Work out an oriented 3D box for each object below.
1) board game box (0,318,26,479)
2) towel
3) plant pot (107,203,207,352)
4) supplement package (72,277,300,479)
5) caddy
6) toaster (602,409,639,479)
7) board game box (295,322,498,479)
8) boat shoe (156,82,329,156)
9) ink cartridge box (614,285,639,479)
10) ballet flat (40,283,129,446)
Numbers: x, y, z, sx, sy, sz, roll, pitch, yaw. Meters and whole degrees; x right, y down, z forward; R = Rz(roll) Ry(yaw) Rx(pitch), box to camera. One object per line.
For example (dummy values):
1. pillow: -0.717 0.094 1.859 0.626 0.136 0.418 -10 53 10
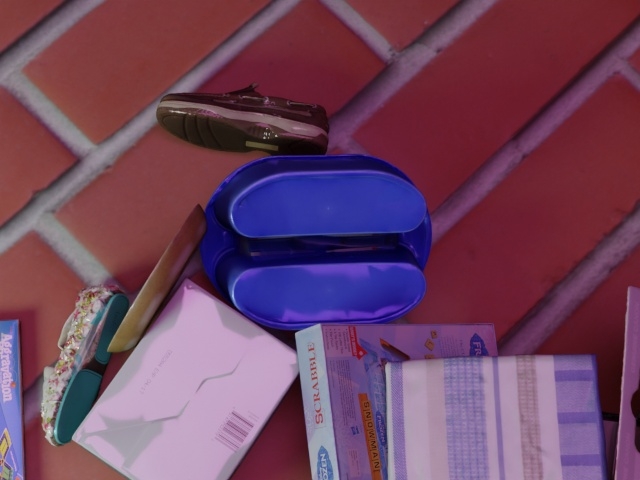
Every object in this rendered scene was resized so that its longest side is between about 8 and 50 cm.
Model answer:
1. board game box: -0.485 0.253 1.678 0.145 0.027 0.281 -4 76 -6
2. towel: 0.224 0.252 1.565 0.285 0.034 0.209 -3 74 2
3. plant pot: -0.216 0.058 1.650 0.032 0.236 0.236 32 75 -3
4. supplement package: -0.176 0.224 1.659 0.204 0.145 0.262 34 75 2
5. caddy: 0.000 0.000 1.723 0.341 0.179 0.241 -1 98 -9
6. toaster: 0.364 0.285 1.662 0.168 0.186 0.110 2 78 31
7. board game box: 0.127 0.273 1.650 0.318 0.066 0.318 4 73 -36
8. boat shoe: -0.113 -0.187 1.806 0.257 0.095 0.095 13 61 -9
9. ink cartridge box: 0.495 0.253 1.657 0.385 0.091 0.308 19 72 -37
10. ballet flat: -0.342 0.170 1.698 0.077 0.091 0.241 11 68 28
